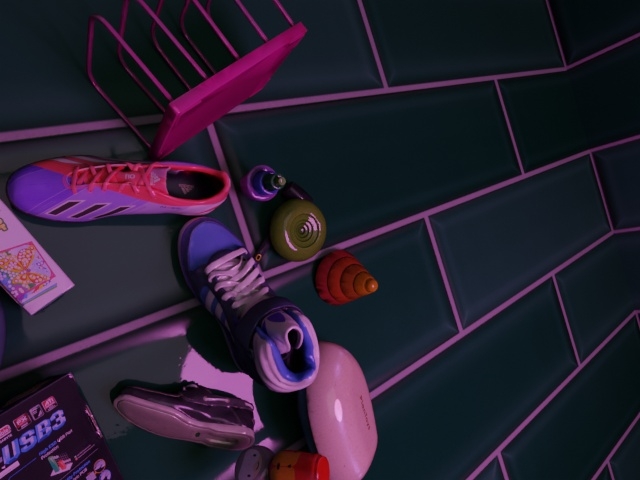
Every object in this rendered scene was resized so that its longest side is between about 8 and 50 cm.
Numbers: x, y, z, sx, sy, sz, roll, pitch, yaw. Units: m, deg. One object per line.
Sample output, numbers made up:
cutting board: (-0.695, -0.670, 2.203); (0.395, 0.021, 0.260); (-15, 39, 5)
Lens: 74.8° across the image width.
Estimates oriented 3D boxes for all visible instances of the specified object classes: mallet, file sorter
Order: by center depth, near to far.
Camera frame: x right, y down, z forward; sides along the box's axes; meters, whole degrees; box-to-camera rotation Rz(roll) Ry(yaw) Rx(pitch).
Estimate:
file sorter: (-0.212, -0.312, 0.704); (0.182, 0.202, 0.291); (50, 60, -13)
mallet: (-0.089, -0.038, 0.838); (0.062, 0.039, 0.190); (47, 65, -19)

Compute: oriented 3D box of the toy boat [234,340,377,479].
toy boat: (-0.012, 0.328, 0.740); (0.318, 0.148, 0.268); (-14, 91, -66)

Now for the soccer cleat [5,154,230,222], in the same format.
soccer cleat: (-0.300, -0.088, 0.658); (0.318, 0.116, 0.109); (-2, 84, -33)

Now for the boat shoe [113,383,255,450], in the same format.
boat shoe: (-0.217, 0.280, 0.692); (0.232, 0.084, 0.079); (24, 36, -21)

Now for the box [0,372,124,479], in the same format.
box: (-0.376, 0.363, 0.487); (0.295, 0.073, 0.294); (-37, 106, -61)

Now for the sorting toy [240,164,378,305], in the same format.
sorting toy: (0.000, 0.000, 0.805); (0.127, 0.126, 0.366); (-50, 118, -20)

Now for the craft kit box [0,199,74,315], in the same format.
craft kit box: (-0.407, -0.019, 0.501); (0.061, 0.249, 0.247); (-46, 108, -31)

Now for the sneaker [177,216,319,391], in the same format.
sneaker: (-0.106, 0.094, 0.683); (0.130, 0.236, 0.323); (-27, 97, -33)

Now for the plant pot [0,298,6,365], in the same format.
plant pot: (-0.482, 0.111, 0.446); (0.289, 0.195, 0.291); (2, 82, -16)
